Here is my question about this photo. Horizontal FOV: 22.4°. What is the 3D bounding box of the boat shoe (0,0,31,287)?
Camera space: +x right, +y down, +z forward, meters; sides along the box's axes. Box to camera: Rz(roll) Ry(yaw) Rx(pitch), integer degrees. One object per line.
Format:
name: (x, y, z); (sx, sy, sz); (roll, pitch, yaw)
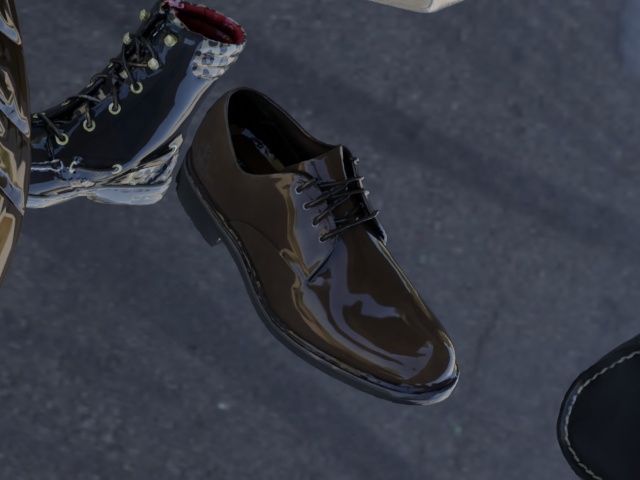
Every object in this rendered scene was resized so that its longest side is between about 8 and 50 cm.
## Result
boat shoe: (-0.151, -0.086, 0.443); (0.109, 0.098, 0.302); (56, 17, -57)

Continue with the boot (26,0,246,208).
boot: (-0.178, -0.115, 1.288); (0.236, 0.085, 0.178); (1, 131, -50)

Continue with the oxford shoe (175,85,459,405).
oxford shoe: (0.000, 0.000, 0.922); (0.083, 0.227, 0.096); (-25, 152, -38)

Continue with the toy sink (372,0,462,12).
toy sink: (0.032, -0.202, 0.852); (0.234, 0.153, 0.131); (-37, 140, -65)

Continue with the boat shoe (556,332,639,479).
boat shoe: (0.206, 0.079, 0.715); (0.113, 0.340, 0.127); (14, 83, -33)
